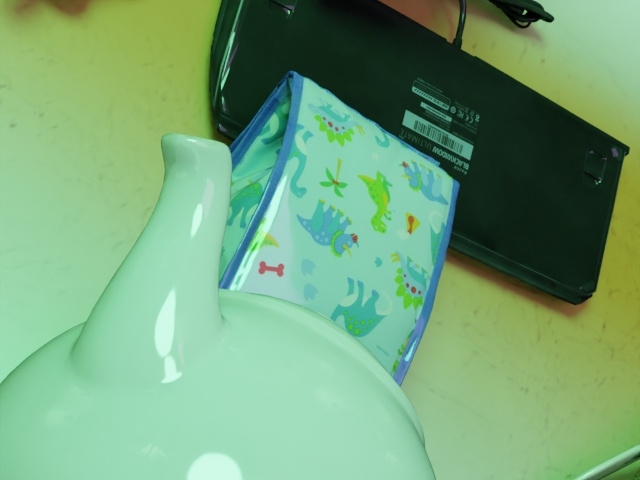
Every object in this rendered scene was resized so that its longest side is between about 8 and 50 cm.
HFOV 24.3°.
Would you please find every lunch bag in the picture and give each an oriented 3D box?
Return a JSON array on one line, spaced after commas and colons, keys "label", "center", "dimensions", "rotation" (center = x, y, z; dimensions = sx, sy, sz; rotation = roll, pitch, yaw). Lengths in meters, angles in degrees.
[{"label": "lunch bag", "center": [0.000, 0.000, 0.832], "dimensions": [0.129, 0.096, 0.151], "rotation": [32, 76, -27]}]

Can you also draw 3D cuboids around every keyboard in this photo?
[{"label": "keyboard", "center": [0.076, -0.100, 0.941], "dimensions": [0.317, 0.033, 0.201], "rotation": [26, 71, -30]}]

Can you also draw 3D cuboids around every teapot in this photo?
[{"label": "teapot", "center": [-0.037, 0.115, 0.711], "dimensions": [0.252, 0.256, 0.187], "rotation": [36, 55, -6]}]

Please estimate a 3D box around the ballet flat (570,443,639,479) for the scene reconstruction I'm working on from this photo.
[{"label": "ballet flat", "center": [0.161, 0.218, 0.912], "dimensions": [0.348, 0.123, 0.123], "rotation": [-36, 104, -32]}]
